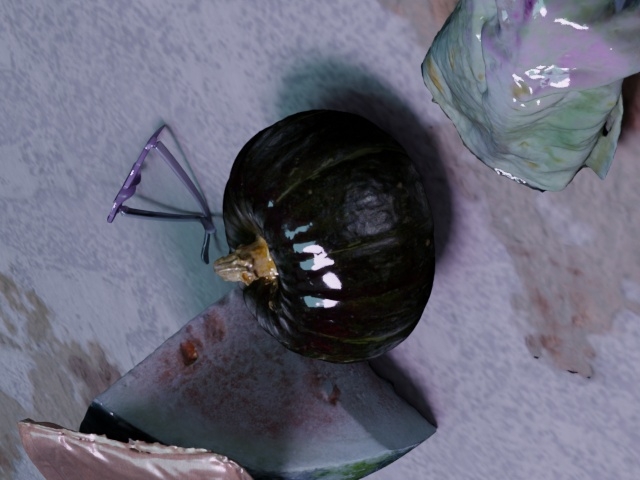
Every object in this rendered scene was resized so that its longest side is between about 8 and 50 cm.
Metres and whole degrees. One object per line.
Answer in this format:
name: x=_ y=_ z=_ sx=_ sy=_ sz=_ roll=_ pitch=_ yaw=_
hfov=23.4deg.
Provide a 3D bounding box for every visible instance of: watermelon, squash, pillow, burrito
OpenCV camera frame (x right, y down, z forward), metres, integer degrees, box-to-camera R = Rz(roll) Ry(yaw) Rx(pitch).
watermelon: x=-0.089 y=0.119 z=1.333 sx=0.320 sy=0.289 sz=0.214 roll=9 pitch=88 yaw=46
squash: x=0.005 y=-0.002 z=1.152 sx=0.193 sy=0.156 sz=0.193 roll=11 pitch=106 yaw=43
pillow: x=-0.138 y=0.189 z=1.228 sx=0.211 sy=0.034 sz=0.135 roll=9 pitch=150 yaw=19
burrito: x=0.121 y=-0.109 z=0.899 sx=0.144 sy=0.089 sz=0.229 roll=46 pitch=169 yaw=13

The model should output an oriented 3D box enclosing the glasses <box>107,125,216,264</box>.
glasses: x=-0.131 y=-0.034 z=1.411 sx=0.103 sy=0.062 sz=0.140 roll=28 pitch=148 yaw=-4
